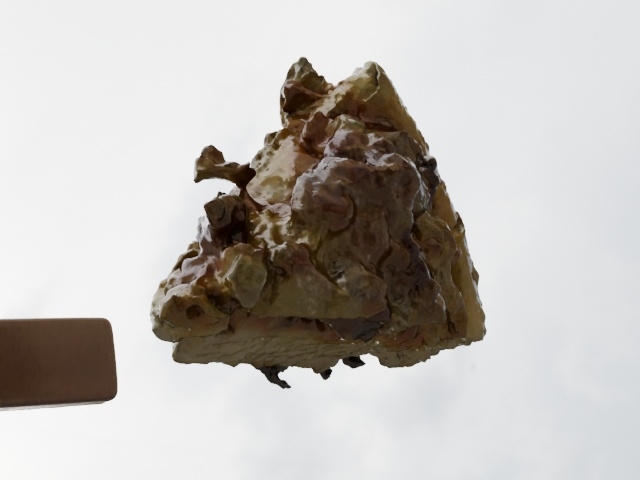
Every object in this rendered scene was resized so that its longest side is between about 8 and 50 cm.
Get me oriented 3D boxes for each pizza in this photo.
[{"bbox_3d":[0.002,0.001,0.669,0.194,0.069,0.154,-28,-79,-52],"label":"pizza"}]

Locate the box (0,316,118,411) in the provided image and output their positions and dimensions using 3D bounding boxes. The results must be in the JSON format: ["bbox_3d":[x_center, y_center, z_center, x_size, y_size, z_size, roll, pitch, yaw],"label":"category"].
[{"bbox_3d":[-0.157,0.063,0.808,0.115,0.025,0.048,1,-103,-43],"label":"box"}]
